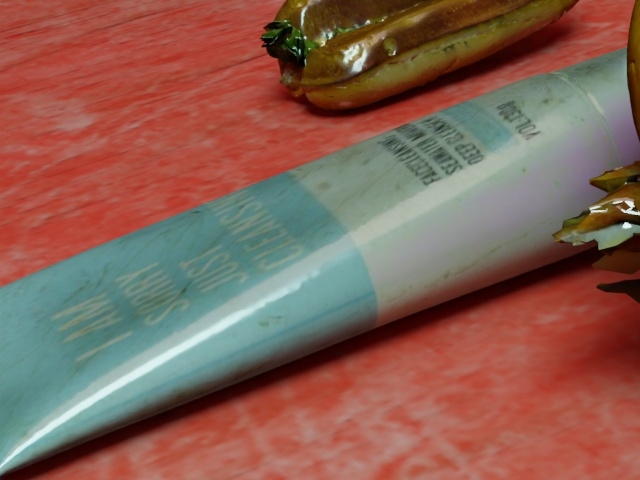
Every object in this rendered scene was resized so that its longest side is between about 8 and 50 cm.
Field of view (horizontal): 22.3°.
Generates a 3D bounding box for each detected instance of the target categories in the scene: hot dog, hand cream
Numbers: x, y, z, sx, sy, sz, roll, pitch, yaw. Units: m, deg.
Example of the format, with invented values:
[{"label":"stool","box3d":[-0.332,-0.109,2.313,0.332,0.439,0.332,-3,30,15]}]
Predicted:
[{"label":"hot dog","box3d":[0.053,-0.111,0.810,0.188,0.055,0.072,-23,61,-20]},{"label":"hand cream","box3d":[0.000,0.000,0.601,0.312,0.070,0.111,-20,33,-18]}]

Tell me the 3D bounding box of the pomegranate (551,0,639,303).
[{"label":"pomegranate","box3d":[0.189,-0.043,0.502,0.235,0.210,0.210,-40,28,8]}]
